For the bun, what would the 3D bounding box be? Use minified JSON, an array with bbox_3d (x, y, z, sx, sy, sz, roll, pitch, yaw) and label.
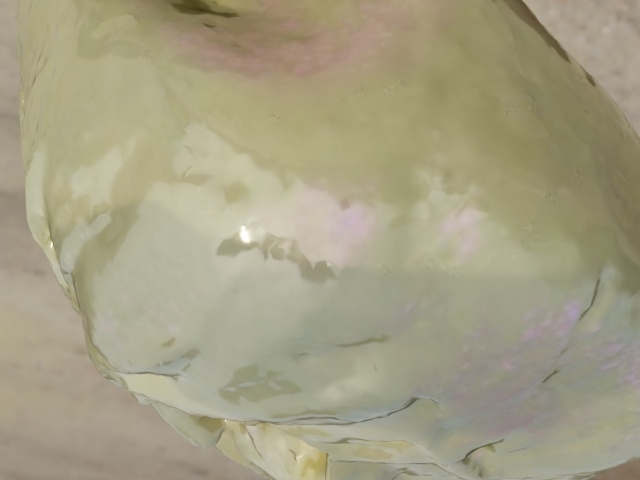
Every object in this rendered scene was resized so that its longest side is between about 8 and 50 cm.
[{"bbox_3d":[0.000,0.000,0.828,0.361,0.213,0.361,41,172,7],"label":"bun"}]
